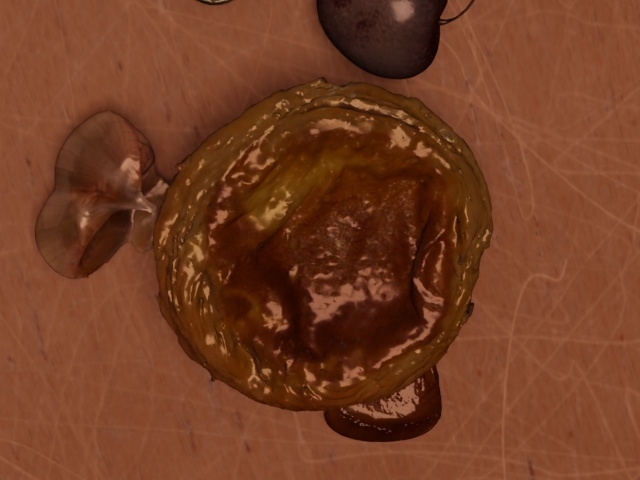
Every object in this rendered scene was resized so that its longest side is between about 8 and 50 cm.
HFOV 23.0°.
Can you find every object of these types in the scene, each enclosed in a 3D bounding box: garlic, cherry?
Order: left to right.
[{"bbox_3d":[-0.220,-0.039,1.577,0.124,0.099,0.174,31,97,5],"label":"garlic"},{"bbox_3d":[0.069,-0.254,1.551,0.115,0.148,0.188,-23,136,-35],"label":"cherry"}]

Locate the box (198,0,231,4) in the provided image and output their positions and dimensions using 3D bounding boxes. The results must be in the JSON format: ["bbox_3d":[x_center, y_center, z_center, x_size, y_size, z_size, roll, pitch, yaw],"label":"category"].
[{"bbox_3d":[-0.138,-0.374,1.470,0.175,0.182,0.312,-43,104,2],"label":"box"}]

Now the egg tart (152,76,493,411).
[{"bbox_3d":[0.000,0.000,1.588,0.352,0.150,0.351,-2,105,-8],"label":"egg tart"}]

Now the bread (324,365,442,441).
[{"bbox_3d":[0.067,0.160,1.686,0.129,0.044,0.126,-4,101,-4],"label":"bread"}]
